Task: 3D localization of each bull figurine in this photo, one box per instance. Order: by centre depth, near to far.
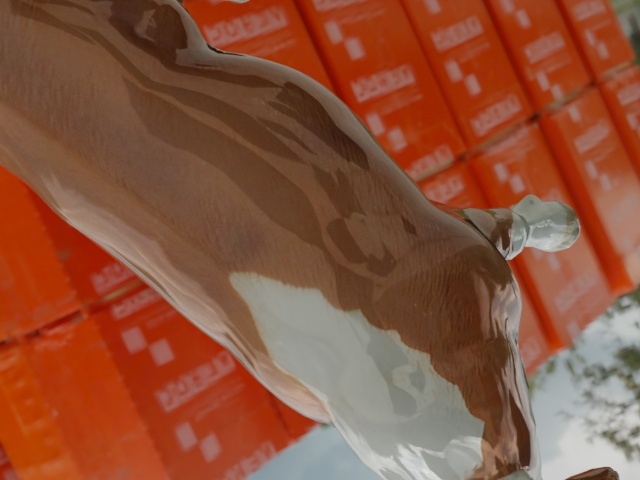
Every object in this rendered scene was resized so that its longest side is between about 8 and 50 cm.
[{"bbox_3d":[0.000,0.000,0.448,0.101,0.310,0.188,-49,175,26],"label":"bull figurine"}]
